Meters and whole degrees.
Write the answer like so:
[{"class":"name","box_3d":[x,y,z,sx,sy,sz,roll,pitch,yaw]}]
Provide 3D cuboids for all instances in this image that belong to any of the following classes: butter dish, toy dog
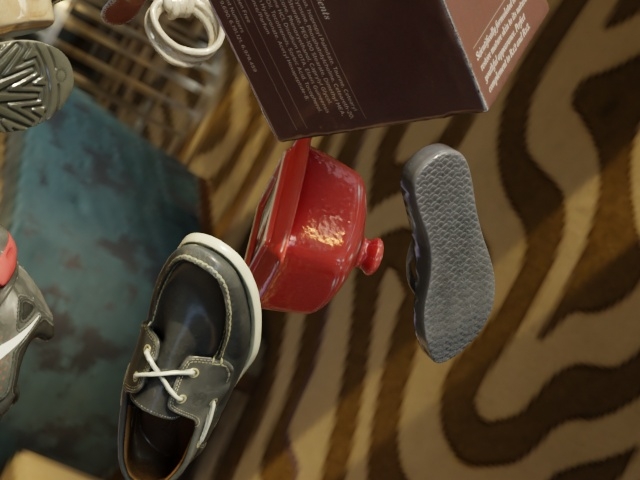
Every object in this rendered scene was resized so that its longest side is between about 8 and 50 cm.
[{"class":"butter dish","box_3d":[0.000,0.000,1.324,0.160,0.118,0.159,120,164,-56]},{"class":"toy dog","box_3d":[-0.270,-0.317,1.648,0.161,0.334,0.220,180,98,-65]}]

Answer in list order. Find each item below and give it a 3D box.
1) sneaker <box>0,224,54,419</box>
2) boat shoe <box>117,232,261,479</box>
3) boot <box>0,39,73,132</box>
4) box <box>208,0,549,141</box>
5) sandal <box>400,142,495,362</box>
[{"class":"sneaker","box_3d":[-0.311,0.119,1.118,0.276,0.135,0.098,-50,36,-17]},{"class":"boat shoe","box_3d":[-0.101,0.096,1.064,0.079,0.084,0.233,-52,-15,-49]},{"class":"boot","box_3d":[-0.325,-0.131,1.172,0.208,0.190,0.076,21,122,54]},{"class":"box","box_3d":[0.046,-0.201,1.176,0.203,0.167,0.168,-5,34,34]},{"class":"sandal","box_3d":[0.128,0.011,1.524,0.054,0.097,0.254,34,138,50]}]
